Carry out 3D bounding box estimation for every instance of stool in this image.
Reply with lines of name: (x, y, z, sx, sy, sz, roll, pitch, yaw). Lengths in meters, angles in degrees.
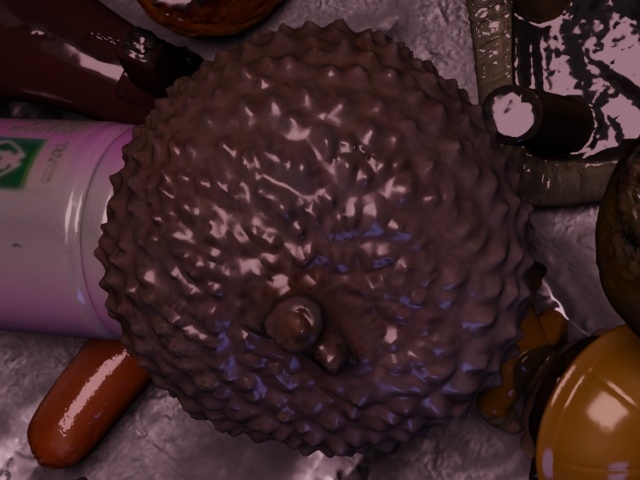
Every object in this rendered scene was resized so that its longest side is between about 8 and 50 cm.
stool: (0.288, -0.211, 1.657, 0.310, 0.226, 0.310, -10, 76, 9)

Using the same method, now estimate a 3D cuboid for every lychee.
lychee: (0.000, 0.000, 1.507, 0.380, 0.432, 0.380, 1, 111, 2)

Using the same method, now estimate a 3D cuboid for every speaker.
speaker: (-0.200, -0.193, 1.724, 0.329, 0.259, 0.198, 21, 56, 11)

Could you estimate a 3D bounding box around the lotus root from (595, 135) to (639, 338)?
lotus root: (0.374, 0.010, 1.496, 0.250, 0.346, 0.250, -17, 61, 34)

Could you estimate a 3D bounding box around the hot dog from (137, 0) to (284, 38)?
hot dog: (-0.099, -0.312, 1.822, 0.160, 0.099, 0.227, 43, 89, 17)

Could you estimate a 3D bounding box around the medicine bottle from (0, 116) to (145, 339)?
medicine bottle: (-0.285, -0.014, 1.699, 0.325, 0.212, 0.212, 3, 77, 26)

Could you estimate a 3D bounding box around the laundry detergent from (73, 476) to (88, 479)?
laundry detergent: (-0.178, 0.352, 1.676, 0.215, 0.105, 0.280, -23, 72, 5)

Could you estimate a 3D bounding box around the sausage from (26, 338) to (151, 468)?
sausage: (-0.221, 0.145, 1.749, 0.076, 0.076, 0.197, 37, 87, 17)

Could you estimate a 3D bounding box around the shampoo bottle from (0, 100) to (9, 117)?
shampoo bottle: (-0.434, -0.095, 1.862, 0.212, 0.049, 0.072, -24, 68, 5)

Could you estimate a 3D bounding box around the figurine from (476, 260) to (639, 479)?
figurine: (0.233, 0.140, 1.614, 0.257, 0.167, 0.192, 33, 98, 19)
